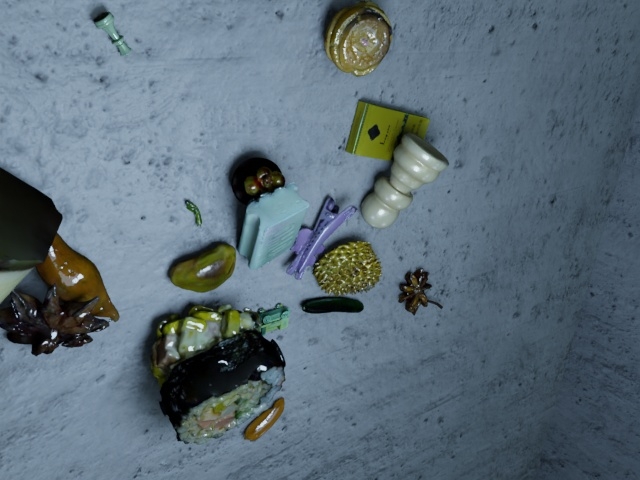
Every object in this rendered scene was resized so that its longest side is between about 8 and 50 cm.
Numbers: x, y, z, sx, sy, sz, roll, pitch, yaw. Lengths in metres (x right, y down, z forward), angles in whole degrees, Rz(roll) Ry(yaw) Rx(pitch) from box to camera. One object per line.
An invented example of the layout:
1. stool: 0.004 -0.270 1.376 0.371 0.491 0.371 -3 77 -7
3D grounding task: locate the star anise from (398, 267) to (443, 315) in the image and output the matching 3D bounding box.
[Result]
1. star anise: 0.358 0.209 2.051 0.177 0.073 0.234 -39 114 -26

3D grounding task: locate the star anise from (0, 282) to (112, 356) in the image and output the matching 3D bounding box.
1. star anise: -0.603 0.194 1.234 0.272 0.103 0.272 -7 141 -5

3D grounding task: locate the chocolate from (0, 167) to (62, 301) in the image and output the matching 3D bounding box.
1. chocolate: -0.706 0.011 1.018 0.297 0.326 0.314 -43 121 15

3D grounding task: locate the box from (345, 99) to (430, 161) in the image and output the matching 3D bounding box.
1. box: 0.209 -0.321 1.700 0.279 0.041 0.153 2 112 -38

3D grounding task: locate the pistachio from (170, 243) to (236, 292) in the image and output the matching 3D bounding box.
1. pistachio: -0.298 0.081 1.474 0.189 0.100 0.110 -25 121 -27

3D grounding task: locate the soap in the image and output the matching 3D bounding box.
1. soap: -0.129 -0.029 1.472 0.150 0.094 0.261 -25 161 -24

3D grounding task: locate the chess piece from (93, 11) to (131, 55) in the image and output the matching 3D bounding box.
1. chess piece: -0.427 -0.425 1.165 0.042 0.042 0.093 -43 136 -12

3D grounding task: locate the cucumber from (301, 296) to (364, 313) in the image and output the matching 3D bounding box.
1. cucumber: 0.043 0.214 1.836 0.284 0.056 0.056 6 108 -42

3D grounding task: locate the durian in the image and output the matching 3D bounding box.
1. durian: 0.096 0.098 1.757 0.249 0.138 0.183 -9 155 -27

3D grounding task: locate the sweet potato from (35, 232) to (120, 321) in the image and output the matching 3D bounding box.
1. sweet potato: -0.563 0.081 1.268 0.112 0.112 0.359 -40 133 -15

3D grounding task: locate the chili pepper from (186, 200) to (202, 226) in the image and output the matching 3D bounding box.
1. chili pepper: -0.322 -0.073 1.432 0.027 0.022 0.083 -38 134 -19

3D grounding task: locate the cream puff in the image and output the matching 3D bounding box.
1. cream puff: 0.093 -0.530 1.450 0.189 0.129 0.189 -16 127 -23

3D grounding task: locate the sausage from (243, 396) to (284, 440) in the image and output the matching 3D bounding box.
1. sausage: -0.180 0.597 1.854 0.183 0.054 0.062 -40 158 -18

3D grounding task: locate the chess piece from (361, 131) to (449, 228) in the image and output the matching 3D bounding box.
1. chess piece: 0.238 -0.162 1.702 0.167 0.167 0.300 15 120 -41

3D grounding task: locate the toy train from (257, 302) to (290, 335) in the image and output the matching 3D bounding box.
1. toy train: -0.147 0.240 1.707 0.122 0.050 0.081 -14 127 -33

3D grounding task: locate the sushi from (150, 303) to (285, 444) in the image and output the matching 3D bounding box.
1. sushi: -0.289 0.348 1.518 0.328 0.285 0.329 -27 147 -18

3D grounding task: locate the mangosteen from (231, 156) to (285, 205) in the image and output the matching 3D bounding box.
1. mangosteen: -0.155 -0.150 1.434 0.137 0.151 0.137 -2 95 -27

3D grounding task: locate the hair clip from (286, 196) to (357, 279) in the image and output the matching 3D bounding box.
1. hair clip: -0.007 -0.010 1.670 0.278 0.090 0.137 -49 145 3
